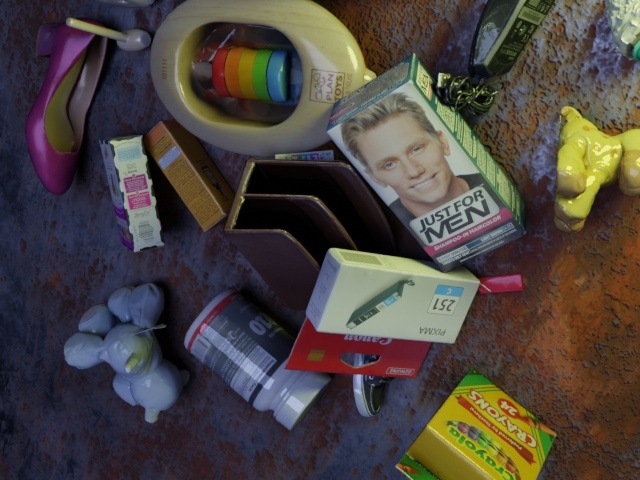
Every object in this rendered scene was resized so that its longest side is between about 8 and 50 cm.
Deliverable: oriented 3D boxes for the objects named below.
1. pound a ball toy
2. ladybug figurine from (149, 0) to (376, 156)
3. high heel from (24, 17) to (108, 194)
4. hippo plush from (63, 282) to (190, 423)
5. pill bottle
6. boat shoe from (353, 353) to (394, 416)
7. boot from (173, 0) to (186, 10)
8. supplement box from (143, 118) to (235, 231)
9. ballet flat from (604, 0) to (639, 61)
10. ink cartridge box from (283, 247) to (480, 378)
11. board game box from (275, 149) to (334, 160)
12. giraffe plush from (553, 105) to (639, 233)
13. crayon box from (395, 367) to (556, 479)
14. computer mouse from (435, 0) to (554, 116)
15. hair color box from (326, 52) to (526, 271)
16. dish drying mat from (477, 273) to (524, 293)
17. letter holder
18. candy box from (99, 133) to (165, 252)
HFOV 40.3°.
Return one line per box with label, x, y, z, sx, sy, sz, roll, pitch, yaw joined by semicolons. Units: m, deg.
pound a ball toy;-0.409;-0.490;1.652;0.135;0.319;0.208;6;92;26
ladybug figurine;-0.100;-0.312;1.609;0.449;0.162;0.305;14;111;23
high heel;-0.526;-0.278;1.848;0.181;0.127;0.377;9;105;35
hippo plush;-0.381;0.248;1.923;0.294;0.234;0.236;2;137;41
pill bottle;-0.124;0.243;1.784;0.283;0.161;0.161;38;118;12
boat shoe;0.114;0.242;1.717;0.076;0.080;0.228;5;99;27
boot;-0.273;-0.562;1.631;0.229;0.091;0.263;46;137;2
supplement box;-0.262;-0.136;1.792;0.080;0.078;0.233;-38;85;30
ballet flat;0.590;-0.420;1.257;0.409;0.147;0.147;-32;89;29
ink cartridge box;0.112;0.154;1.578;0.066;0.296;0.261;53;129;54
board game box;-0.028;-0.140;1.610;0.103;0.154;0.026;-4;89;0
giraffe plush;0.468;-0.121;1.402;0.170;0.181;0.210;3;72;16
crayon box;0.280;0.366;1.525;0.202;0.318;0.081;38;118;12
computer mouse;0.286;-0.339;1.421;0.072;0.188;0.272;42;110;26
hair color box;0.184;-0.121;1.474;0.174;0.105;0.347;-29;117;28
dish drying mat;0.328;0.080;1.596;0.083;0.008;0.032;-7;100;28
letter holder;0.000;0.000;1.564;0.214;0.152;0.302;2;151;24
candy box;-0.394;-0.102;1.825;0.159;0.071;0.233;-161;58;-67
